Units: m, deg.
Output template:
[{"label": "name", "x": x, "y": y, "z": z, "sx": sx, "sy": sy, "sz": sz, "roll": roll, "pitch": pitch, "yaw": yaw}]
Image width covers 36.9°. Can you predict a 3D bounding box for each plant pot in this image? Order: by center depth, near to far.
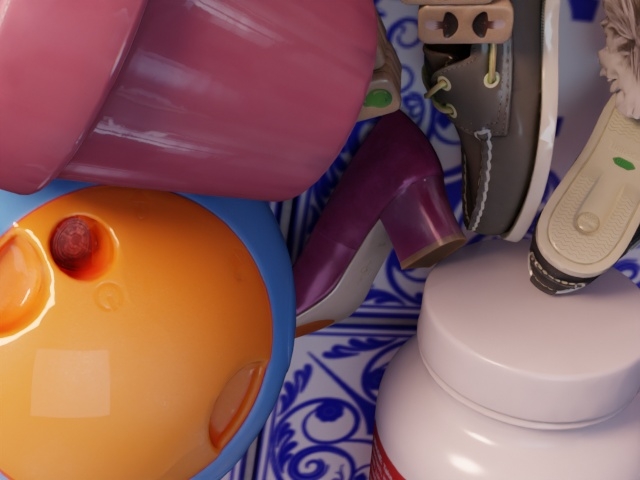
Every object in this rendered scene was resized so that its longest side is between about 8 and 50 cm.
[{"label": "plant pot", "x": -0.080, "y": -0.105, "z": 0.476, "sx": 0.180, "sy": 0.201, "sz": 0.201, "roll": 17, "pitch": 120, "yaw": -29}]

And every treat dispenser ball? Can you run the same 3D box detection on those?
[{"label": "treat dispenser ball", "x": -0.159, "y": 0.047, "z": 0.630, "sx": 0.288, "sy": 0.288, "sz": 0.288, "roll": -4, "pitch": 124, "yaw": -6}]

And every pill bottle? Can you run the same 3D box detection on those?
[{"label": "pill bottle", "x": 0.154, "y": 0.212, "z": 0.826, "sx": 0.229, "sy": 0.229, "sz": 0.408, "roll": -2, "pitch": 124, "yaw": -8}]

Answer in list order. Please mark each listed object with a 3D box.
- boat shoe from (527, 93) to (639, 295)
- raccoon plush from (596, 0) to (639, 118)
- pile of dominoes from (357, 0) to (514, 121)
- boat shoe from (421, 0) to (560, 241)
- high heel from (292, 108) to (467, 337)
[{"label": "boat shoe", "x": 0.235, "y": -0.054, "z": 0.719, "sx": 0.233, "sy": 0.084, "sz": 0.079, "roll": -46, "pitch": 159, "yaw": -17}, {"label": "raccoon plush", "x": 0.309, "y": -0.310, "z": 0.565, "sx": 0.299, "sy": 0.216, "sz": 0.446, "roll": -20, "pitch": 147, "yaw": -9}, {"label": "pile of dominoes", "x": -0.012, "y": -0.169, "z": 0.534, "sx": 0.196, "sy": 0.040, "sz": 0.251, "roll": -13, "pitch": 137, "yaw": 20}, {"label": "boat shoe", "x": 0.114, "y": -0.138, "z": 0.660, "sx": 0.091, "sy": 0.109, "sz": 0.305, "roll": -3, "pitch": 119, "yaw": -5}, {"label": "high heel", "x": 0.000, "y": 0.000, "z": 0.774, "sx": 0.082, "sy": 0.117, "sz": 0.244, "roll": -3, "pitch": 155, "yaw": -48}]
